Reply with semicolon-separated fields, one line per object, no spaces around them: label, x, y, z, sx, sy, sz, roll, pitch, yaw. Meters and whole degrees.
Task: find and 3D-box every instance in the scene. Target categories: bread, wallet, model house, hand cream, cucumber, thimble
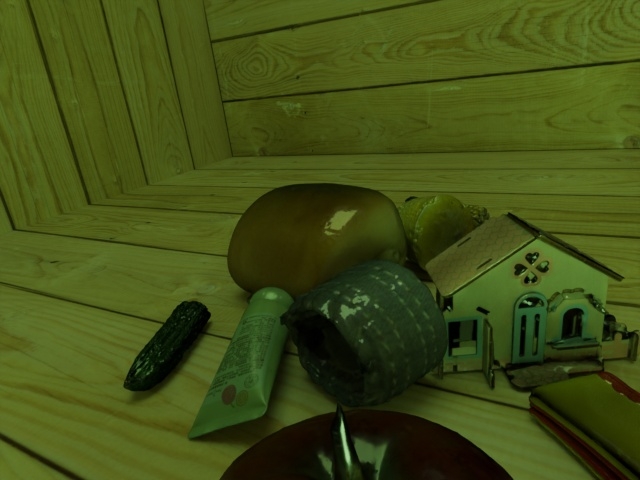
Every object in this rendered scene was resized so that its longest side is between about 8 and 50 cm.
bread;0.267;-0.022;1.121;0.197;0.197;0.171;-17;17;-24
wallet;0.384;0.239;0.550;0.141;0.067;0.241;-11;20;-14
bread;0.000;0.000;1.061;0.348;0.252;0.376;-25;27;-35
model house;0.331;0.084;0.737;0.327;0.244;0.169;-5;18;3
hand cream;-0.114;0.192;0.794;0.147;0.093;0.305;-24;21;22
cucumber;-0.286;0.198;0.897;0.077;0.077;0.265;-4;23;9
thimble;0.061;0.140;0.728;0.172;0.205;0.236;-21;25;-30

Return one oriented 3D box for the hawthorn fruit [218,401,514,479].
hawthorn fruit;0.030;0.244;0.323;0.268;0.300;0.267;-16;12;4

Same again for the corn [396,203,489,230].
corn;0.312;-0.050;1.303;0.305;0.106;0.106;2;22;31
